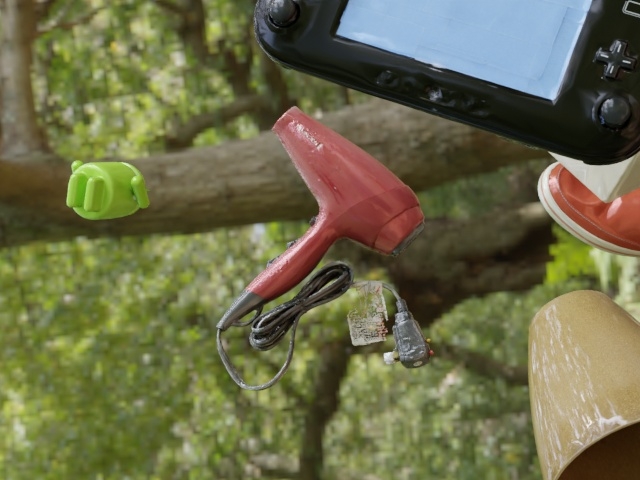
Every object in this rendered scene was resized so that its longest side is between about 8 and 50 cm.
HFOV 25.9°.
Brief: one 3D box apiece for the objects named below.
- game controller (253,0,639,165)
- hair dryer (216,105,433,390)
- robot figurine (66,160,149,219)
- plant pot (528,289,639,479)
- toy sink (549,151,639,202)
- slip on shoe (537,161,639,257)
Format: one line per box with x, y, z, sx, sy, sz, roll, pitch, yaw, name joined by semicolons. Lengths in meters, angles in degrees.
0.110;-0.170;1.033;0.166;0.319;0.067;-72;-18;4;game controller
0.000;0.000;1.434;0.080;0.224;0.293;123;142;-73;hair dryer
-0.251;-0.059;1.639;0.115;0.101;0.067;-9;-72;-64;robot figurine
0.360;0.195;1.759;0.237;0.237;0.254;74;179;-46;plant pot
0.330;-0.184;1.450;0.131;0.153;0.234;-23;-31;-39;toy sink
0.430;-0.031;1.704;0.101;0.331;0.123;104;-172;-51;slip on shoe
